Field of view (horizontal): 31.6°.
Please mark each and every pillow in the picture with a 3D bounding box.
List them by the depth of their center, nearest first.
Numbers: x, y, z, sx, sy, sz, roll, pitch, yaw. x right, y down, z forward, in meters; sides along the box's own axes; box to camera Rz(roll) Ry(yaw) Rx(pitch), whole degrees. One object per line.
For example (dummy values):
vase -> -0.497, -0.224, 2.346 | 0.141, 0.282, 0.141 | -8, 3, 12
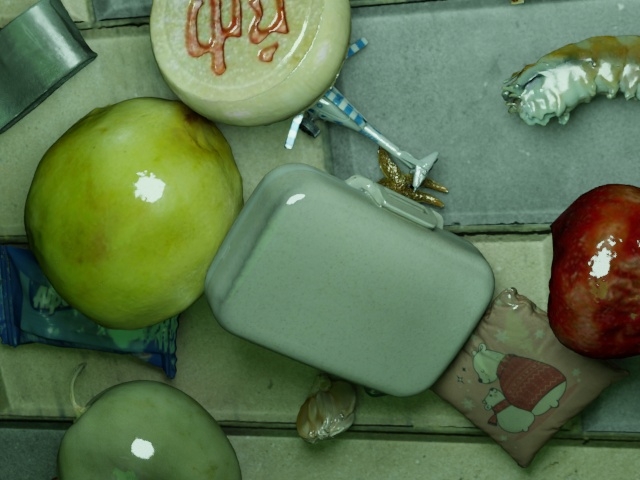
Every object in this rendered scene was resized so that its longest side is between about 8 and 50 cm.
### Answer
pillow -> 0.287, 0.198, 1.641 | 0.223, 0.084, 0.236 | 41, 120, -4

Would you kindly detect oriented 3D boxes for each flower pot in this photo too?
flower pot -> -0.439, -0.251, 1.660 | 0.229, 0.103, 0.108 | -32, 100, 24

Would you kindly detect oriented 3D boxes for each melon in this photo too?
melon -> -0.268, 0.354, 1.776 | 0.308, 0.272, 0.271 | 18, 117, -15

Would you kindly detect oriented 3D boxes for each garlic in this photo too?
garlic -> 0.013, 0.269, 1.756 | 0.113, 0.094, 0.074 | -42, 136, 21

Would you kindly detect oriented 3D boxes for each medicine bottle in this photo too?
medicine bottle -> 0.044, 0.062, 1.550 | 0.375, 0.123, 0.282 | 24, 106, -25

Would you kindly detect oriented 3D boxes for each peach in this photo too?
peach -> -0.264, -0.040, 1.599 | 0.316, 0.281, 0.314 | -27, 96, 16

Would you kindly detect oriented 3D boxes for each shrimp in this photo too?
shrimp -> 0.389, -0.165, 1.434 | 0.287, 0.068, 0.185 | 42, 91, 17

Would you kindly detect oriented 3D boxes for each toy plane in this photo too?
toy plane -> 0.038, -0.182, 1.565 | 0.273, 0.107, 0.182 | 19, 80, -4

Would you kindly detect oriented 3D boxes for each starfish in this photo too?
starfish -> 0.102, -0.086, 1.603 | 0.133, 0.041, 0.130 | -19, 104, 22

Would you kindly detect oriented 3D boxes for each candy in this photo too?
candy -> -0.378, 0.111, 1.809 | 0.331, 0.077, 0.187 | 6, 106, 13

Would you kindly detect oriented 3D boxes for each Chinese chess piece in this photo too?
Chinese chess piece -> -0.092, -0.283, 1.482 | 0.270, 0.112, 0.270 | -3, 80, 20

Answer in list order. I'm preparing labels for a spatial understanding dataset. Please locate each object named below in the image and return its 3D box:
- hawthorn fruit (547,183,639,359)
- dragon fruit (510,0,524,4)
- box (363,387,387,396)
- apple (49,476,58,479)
hawthorn fruit -> 0.426, 0.042, 1.480 | 0.266, 0.210, 0.230 | 3, 99, -1
dragon fruit -> 0.248, -0.366, 1.430 | 0.162, 0.083, 0.106 | 27, 137, -15
box -> 0.093, 0.176, 1.718 | 0.091, 0.031, 0.126 | -13, 106, 20
apple -> -0.399, 0.503, 1.902 | 0.173, 0.210, 0.235 | 0, 146, -9
